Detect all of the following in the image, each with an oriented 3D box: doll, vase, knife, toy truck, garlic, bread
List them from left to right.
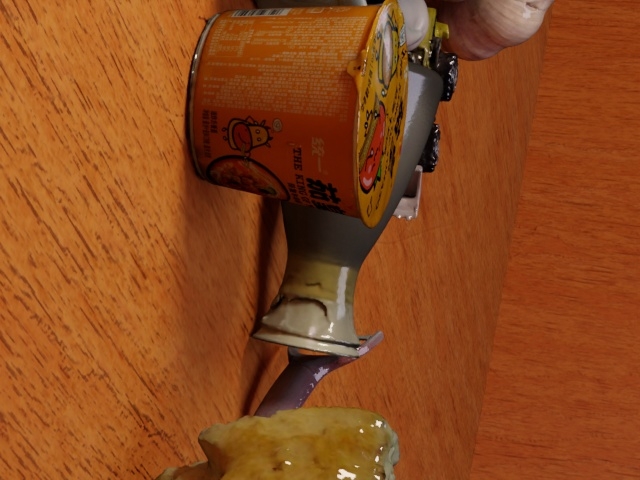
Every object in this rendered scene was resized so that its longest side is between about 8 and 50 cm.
[{"bbox_3d":[-0.051,0.354,1.628,0.239,0.264,0.395,-87,173,-46],"label":"bread"},{"bbox_3d":[-0.045,0.181,1.936,0.278,0.123,0.053,-54,127,-41],"label":"knife"},{"bbox_3d":[0.015,-0.040,1.909,0.173,0.173,0.321,10,93,-76],"label":"vase"},{"bbox_3d":[0.058,-0.241,2.072,0.181,0.110,0.107,-63,154,-50],"label":"doll"},{"bbox_3d":[0.088,-0.164,2.163,0.111,0.136,0.286,85,15,-56],"label":"toy truck"},{"bbox_3d":[0.174,-0.357,2.372,0.253,0.245,0.245,-2,99,-43],"label":"garlic"}]

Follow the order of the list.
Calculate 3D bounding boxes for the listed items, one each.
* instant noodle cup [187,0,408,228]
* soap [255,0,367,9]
[{"bbox_3d":[-0.019,-0.127,1.673,0.216,0.172,0.216,7,90,-77],"label":"instant noodle cup"},{"bbox_3d":[-0.019,-0.282,1.714,0.198,0.119,0.067,61,37,-67],"label":"soap"}]
